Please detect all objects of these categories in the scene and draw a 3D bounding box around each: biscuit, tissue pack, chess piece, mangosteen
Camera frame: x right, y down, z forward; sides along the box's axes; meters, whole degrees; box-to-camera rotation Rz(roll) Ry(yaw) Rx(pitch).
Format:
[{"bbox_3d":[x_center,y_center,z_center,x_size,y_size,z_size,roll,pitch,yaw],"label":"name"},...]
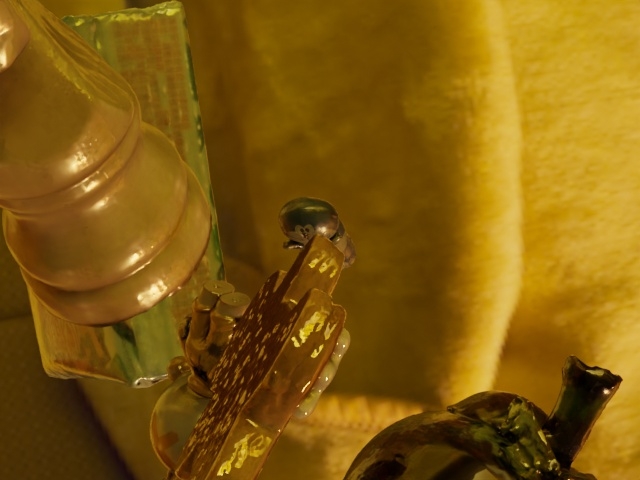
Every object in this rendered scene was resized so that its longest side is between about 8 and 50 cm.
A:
[{"bbox_3d":[-0.030,0.074,0.812,0.158,0.035,0.240,-57,7,9],"label":"biscuit"},{"bbox_3d":[-0.186,-0.035,1.302,0.228,0.128,0.311,-4,97,62],"label":"tissue pack"},{"bbox_3d":[-0.116,-0.057,0.593,0.090,0.090,0.200,47,168,41],"label":"chess piece"},{"bbox_3d":[0.140,0.215,1.228,0.231,0.231,0.289,50,117,38],"label":"mangosteen"}]

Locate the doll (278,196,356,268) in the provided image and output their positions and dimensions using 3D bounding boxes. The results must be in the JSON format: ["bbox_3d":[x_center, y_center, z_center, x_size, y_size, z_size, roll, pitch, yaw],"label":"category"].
[{"bbox_3d":[0.000,0.000,0.932,0.125,0.037,0.027,58,-152,-70],"label":"doll"}]

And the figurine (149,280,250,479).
[{"bbox_3d":[-0.072,0.102,0.995,0.101,0.068,0.143,56,134,27],"label":"figurine"}]
